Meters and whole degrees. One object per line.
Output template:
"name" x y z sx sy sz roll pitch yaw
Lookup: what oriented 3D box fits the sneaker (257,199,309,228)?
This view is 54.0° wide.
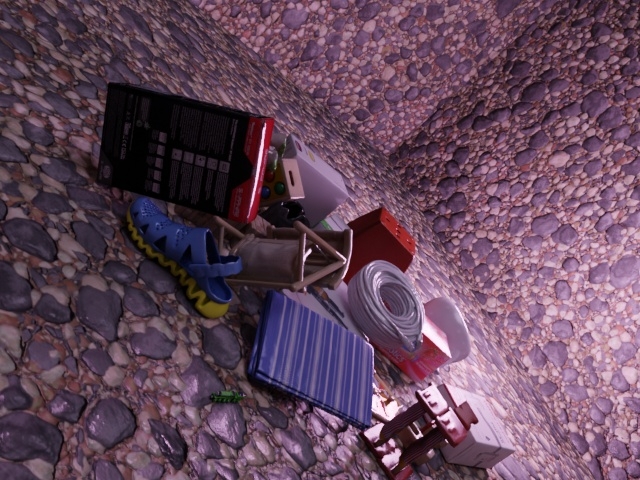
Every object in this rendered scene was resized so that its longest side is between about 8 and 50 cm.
"sneaker" -0.090 -0.065 1.981 0.109 0.130 0.286 54 19 12

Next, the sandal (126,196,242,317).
"sandal" -0.288 0.015 1.389 0.317 0.138 0.126 45 21 -4

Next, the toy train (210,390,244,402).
"toy train" -0.181 0.304 1.230 0.083 0.023 0.017 23 31 -52

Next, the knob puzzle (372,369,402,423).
"knob puzzle" 0.156 0.421 1.729 0.213 0.030 0.213 42 20 -19

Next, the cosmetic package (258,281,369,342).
"cosmetic package" 0.008 0.204 1.731 0.284 0.097 0.377 50 19 -4

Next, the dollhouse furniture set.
"dollhouse furniture set" 0.283 0.473 1.638 0.152 0.201 0.374 55 21 18

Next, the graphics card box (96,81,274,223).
"graphics card box" -0.299 -0.196 1.383 0.370 0.233 0.094 15 16 11

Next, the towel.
"towel" -0.011 0.280 1.471 0.336 0.040 0.243 32 42 -24

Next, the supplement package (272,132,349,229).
"supplement package" -0.070 -0.194 2.159 0.262 0.204 0.145 36 23 -34

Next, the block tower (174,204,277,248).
"block tower" -0.231 -0.043 1.694 0.335 0.091 0.097 36 22 -34

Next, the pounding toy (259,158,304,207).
"pounding toy" -0.176 -0.199 1.987 0.094 0.206 0.181 -12 89 -59

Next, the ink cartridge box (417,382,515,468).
"ink cartridge box" 0.451 0.574 1.936 0.283 0.117 0.207 27 28 -45

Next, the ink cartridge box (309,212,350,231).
"ink cartridge box" 0.000 0.000 2.016 0.087 0.153 0.208 50 20 3

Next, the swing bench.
"swing bench" -0.093 0.037 1.518 0.254 0.253 0.165 8 85 -59

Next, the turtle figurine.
"turtle figurine" -0.244 -0.253 1.800 0.266 0.198 0.275 12 26 -17

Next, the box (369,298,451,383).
"box" 0.261 0.292 2.019 0.300 0.154 0.142 43 19 -17

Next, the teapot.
"teapot" 0.402 0.328 2.230 0.256 0.187 0.253 103 -32 -82

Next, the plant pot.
"plant pot" 0.192 0.038 2.232 0.267 0.235 0.267 46 19 -8

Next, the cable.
"cable" 0.192 0.184 1.806 0.257 0.089 0.257 43 37 -8
